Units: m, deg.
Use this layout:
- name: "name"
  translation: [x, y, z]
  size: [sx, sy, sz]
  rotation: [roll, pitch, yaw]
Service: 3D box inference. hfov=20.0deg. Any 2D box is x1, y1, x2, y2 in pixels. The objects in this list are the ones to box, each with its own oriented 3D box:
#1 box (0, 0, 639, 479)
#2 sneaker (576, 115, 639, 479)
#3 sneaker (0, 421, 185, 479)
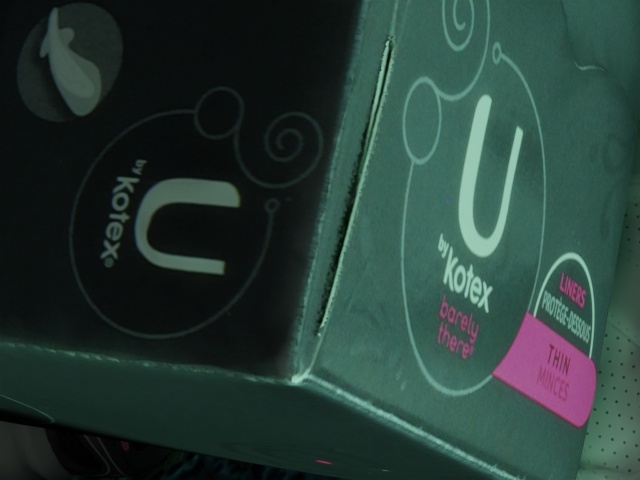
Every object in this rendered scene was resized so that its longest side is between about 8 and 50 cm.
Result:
- name: "box"
  translation: [-0.072, -0.028, 0.471]
  size: [0.270, 0.165, 0.143]
  rotation: [5, 77, 29]
- name: "sneaker"
  translation: [0.120, 0.082, 0.483]
  size: [0.169, 0.108, 0.292]
  rotation: [-50, 48, 17]
- name: "sneaker"
  translation: [-0.067, -0.004, 0.621]
  size: [0.077, 0.072, 0.178]
  rotation: [2, 93, 12]
